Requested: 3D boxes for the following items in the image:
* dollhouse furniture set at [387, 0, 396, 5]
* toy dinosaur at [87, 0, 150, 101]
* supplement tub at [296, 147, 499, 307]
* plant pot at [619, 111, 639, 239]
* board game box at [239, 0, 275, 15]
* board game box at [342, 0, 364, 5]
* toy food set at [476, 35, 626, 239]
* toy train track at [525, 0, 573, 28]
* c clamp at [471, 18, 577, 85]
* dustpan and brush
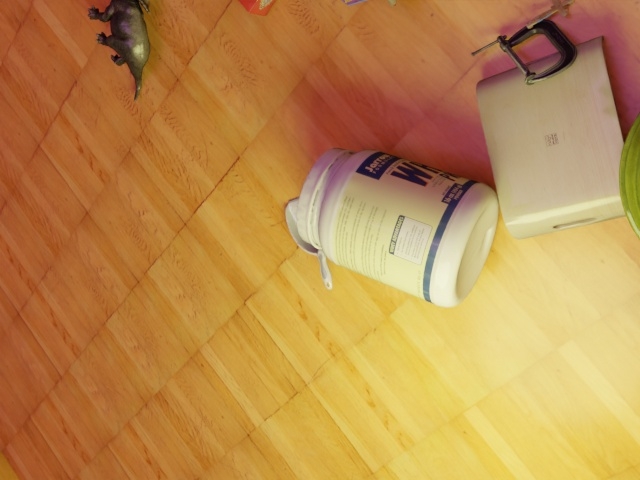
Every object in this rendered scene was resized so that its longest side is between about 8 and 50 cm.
[{"bbox_3d":[0.117,-0.554,1.230,0.129,0.129,0.184,-36,58,14],"label":"dollhouse furniture set"},{"bbox_3d":[-0.455,-0.485,1.595,0.160,0.121,0.314,16,105,41],"label":"toy dinosaur"},{"bbox_3d":[0.143,-0.035,1.270,0.324,0.235,0.236,22,112,25],"label":"supplement tub"},{"bbox_3d":[0.606,-0.077,0.862,0.366,0.353,0.367,2,100,14],"label":"plant pot"},{"bbox_3d":[-0.160,-0.670,1.406,0.316,0.064,0.242,50,121,12],"label":"board game box"},{"bbox_3d":[0.081,-0.536,1.311,0.168,0.033,0.133,-5,98,32],"label":"board game box"},{"bbox_3d":[0.411,-0.172,1.176,0.219,0.092,0.306,-14,85,33],"label":"toy food set"},{"bbox_3d":[0.393,-0.388,1.162,0.083,0.014,0.048,-28,58,18],"label":"toy train track"},{"bbox_3d":[0.355,-0.317,1.161,0.137,0.022,0.161,-34,47,10],"label":"c clamp"},{"bbox_3d":[0.000,0.000,1.466,0.147,0.060,0.211,-18,92,33],"label":"dustpan and brush"}]
